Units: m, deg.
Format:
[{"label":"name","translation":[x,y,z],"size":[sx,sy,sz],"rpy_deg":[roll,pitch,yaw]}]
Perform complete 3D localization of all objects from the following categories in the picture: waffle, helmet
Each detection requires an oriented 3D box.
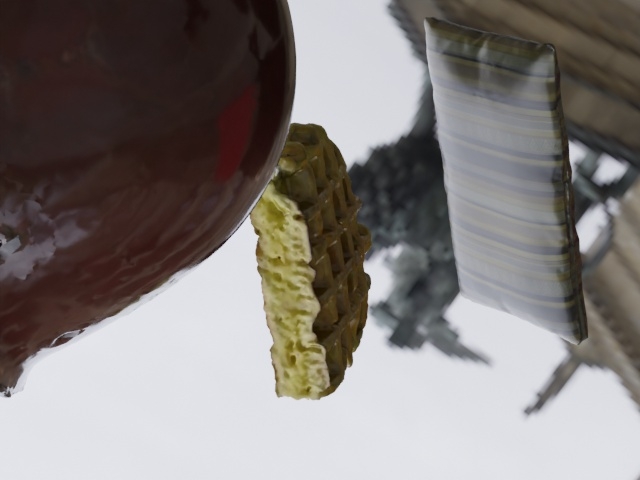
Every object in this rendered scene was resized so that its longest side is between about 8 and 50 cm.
[{"label":"waffle","translation":[-0.001,0.000,1.537],"size":[0.057,0.229,0.219],"rpy_deg":[-3,-165,15]},{"label":"helmet","translation":[-0.130,-0.106,0.947],"size":[0.385,0.230,0.337],"rpy_deg":[-115,5,-83]}]

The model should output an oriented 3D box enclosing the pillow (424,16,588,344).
[{"label":"pillow","translation":[0.117,-0.039,1.085],"size":[0.038,0.203,0.113],"rpy_deg":[-28,-148,-33]}]
